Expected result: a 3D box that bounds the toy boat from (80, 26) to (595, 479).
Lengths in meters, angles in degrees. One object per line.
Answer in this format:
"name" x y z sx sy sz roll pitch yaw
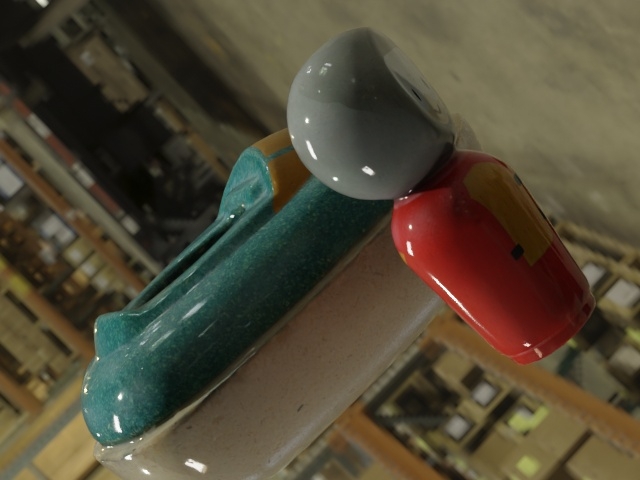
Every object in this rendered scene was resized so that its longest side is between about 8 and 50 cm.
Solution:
"toy boat" 0.000 0.000 0.658 0.148 0.267 0.318 49 156 -8
